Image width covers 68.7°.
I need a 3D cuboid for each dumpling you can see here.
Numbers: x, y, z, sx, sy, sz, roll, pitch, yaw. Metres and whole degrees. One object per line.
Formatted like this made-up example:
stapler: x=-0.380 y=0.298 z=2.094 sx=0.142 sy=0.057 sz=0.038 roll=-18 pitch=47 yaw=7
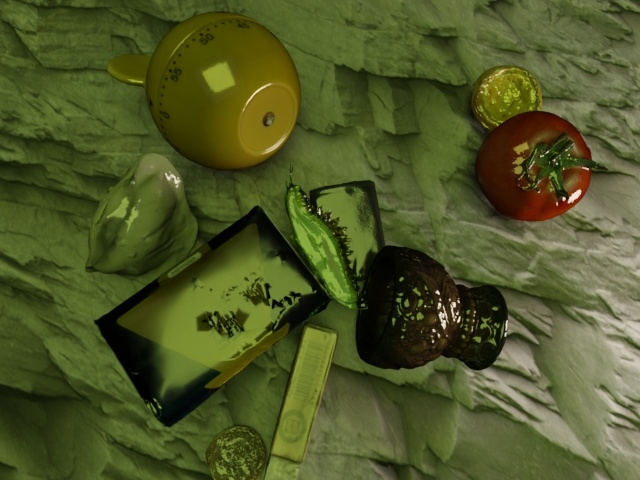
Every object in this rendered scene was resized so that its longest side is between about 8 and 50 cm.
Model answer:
dumpling: x=-0.383 y=-0.022 z=1.054 sx=0.243 sy=0.187 sz=0.318 roll=26 pitch=105 yaw=-37

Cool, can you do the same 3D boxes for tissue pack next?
tissue pack: x=-0.210 y=0.151 z=1.012 sx=0.417 sy=0.253 sz=0.264 roll=-36 pitch=83 yaw=-9

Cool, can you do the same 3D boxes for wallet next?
wallet: x=0.069 y=-0.020 z=1.152 sx=0.169 sy=0.052 sz=0.245 roll=-8 pitch=84 yaw=-2

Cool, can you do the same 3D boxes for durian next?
durian: x=0.002 y=-0.003 z=1.073 sx=0.132 sy=0.106 sz=0.375 roll=-30 pitch=81 yaw=2

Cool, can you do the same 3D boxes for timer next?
timer: x=-0.240 y=-0.350 z=1.076 sx=0.387 sy=0.376 sz=0.376 roll=39 pitch=81 yaw=28

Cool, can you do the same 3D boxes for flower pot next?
flower pot: x=0.241 y=0.165 z=1.029 sx=0.267 sy=0.266 sz=0.266 roll=15 pitch=80 yaw=-10

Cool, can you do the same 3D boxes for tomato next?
tomato: x=0.492 y=-0.169 z=1.094 sx=0.256 sy=0.224 sz=0.255 roll=0 pitch=91 yaw=-4

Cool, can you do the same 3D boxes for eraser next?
eraser: x=-0.045 y=0.355 z=1.033 sx=0.078 sy=0.144 sz=0.343 roll=16 pitch=79 yaw=0

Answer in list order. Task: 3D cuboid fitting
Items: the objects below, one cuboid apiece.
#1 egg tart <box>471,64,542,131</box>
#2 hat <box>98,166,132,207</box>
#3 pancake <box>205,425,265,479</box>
egg tart: x=0.472 y=-0.354 z=1.204 sx=0.191 sy=0.074 sz=0.191 roll=0 pitch=81 yaw=-1
hat: x=-0.466 y=-0.107 z=1.139 sx=0.162 sy=0.112 sz=0.093 roll=-38 pitch=55 yaw=3
pancake: x=-0.191 y=0.494 z=1.066 sx=0.140 sy=0.022 sz=0.139 roll=0 pitch=79 yaw=-2
